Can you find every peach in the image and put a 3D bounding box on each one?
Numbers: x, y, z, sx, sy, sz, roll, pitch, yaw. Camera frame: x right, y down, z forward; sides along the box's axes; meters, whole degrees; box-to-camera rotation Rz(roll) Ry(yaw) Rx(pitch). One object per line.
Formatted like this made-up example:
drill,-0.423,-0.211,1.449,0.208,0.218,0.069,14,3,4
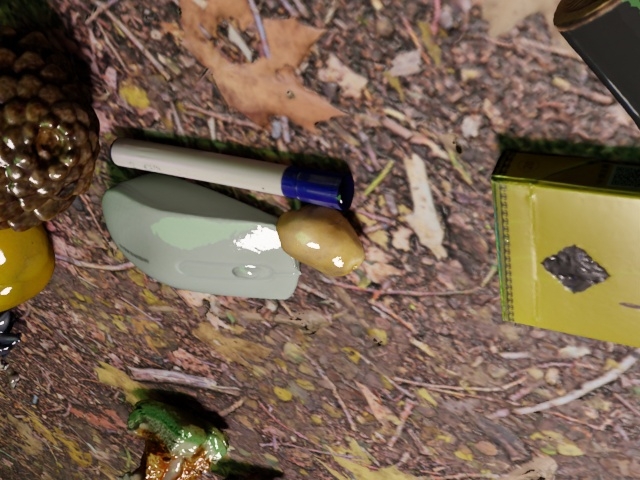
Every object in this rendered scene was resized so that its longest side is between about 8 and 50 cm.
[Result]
peach,-0.469,-0.007,0.941,0.251,0.153,0.251,9,144,7

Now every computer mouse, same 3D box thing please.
computer mouse,-0.129,0.006,0.757,0.230,0.079,0.128,17,142,17

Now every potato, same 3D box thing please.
potato,0.000,0.000,0.663,0.083,0.062,0.068,47,177,-4

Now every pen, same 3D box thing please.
pen,-0.092,-0.066,0.682,0.268,0.033,0.033,12,137,27

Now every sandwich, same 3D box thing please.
sandwich,-0.243,0.343,1.139,0.109,0.160,0.184,34,155,-33

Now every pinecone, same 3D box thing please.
pinecone,-0.305,-0.109,0.683,0.204,0.184,0.179,33,176,42

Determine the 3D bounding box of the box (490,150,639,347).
box,0.263,0.022,0.507,0.278,0.041,0.153,10,137,29

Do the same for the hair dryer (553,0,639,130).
hair dryer,0.294,-0.127,0.286,0.189,0.107,0.352,44,136,-13

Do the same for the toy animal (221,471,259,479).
toy animal,-0.128,0.433,1.198,0.188,0.179,0.089,-37,108,13

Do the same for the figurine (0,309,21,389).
figurine,-0.620,0.142,1.192,0.197,0.175,0.265,-4,121,45
